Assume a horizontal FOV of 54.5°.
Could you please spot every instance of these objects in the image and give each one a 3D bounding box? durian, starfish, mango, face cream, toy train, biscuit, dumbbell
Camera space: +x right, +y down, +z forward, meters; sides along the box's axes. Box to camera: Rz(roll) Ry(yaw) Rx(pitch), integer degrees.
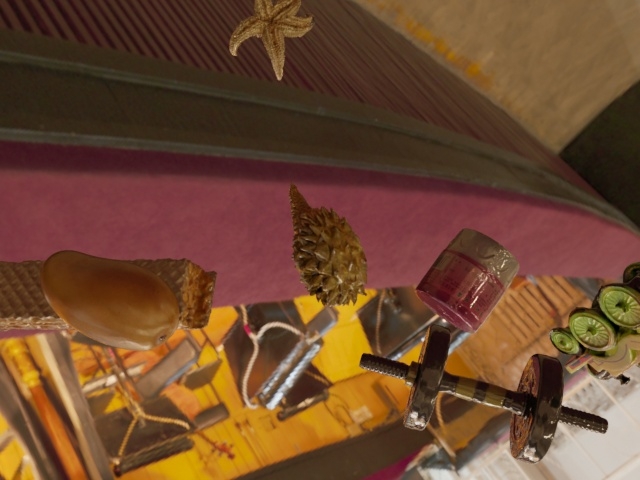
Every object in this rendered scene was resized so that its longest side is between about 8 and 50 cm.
[{"bbox_3d":[-0.011,0.006,0.982,0.078,0.224,0.140,-22,163,-34],"label":"durian"},{"bbox_3d":[-0.108,-0.479,1.400,0.238,0.216,0.071,-30,177,-25],"label":"starfish"},{"bbox_3d":[-0.252,0.065,0.731,0.102,0.184,0.084,-55,169,-45],"label":"mango"},{"bbox_3d":[0.347,0.094,1.469,0.195,0.175,0.175,-52,157,-7],"label":"face cream"},{"bbox_3d":[0.511,0.155,1.057,0.100,0.160,0.296,-36,162,-25],"label":"toy train"},{"bbox_3d":[-0.334,0.076,0.842,0.379,0.094,0.054,-1,154,9],"label":"biscuit"},{"bbox_3d":[0.211,0.201,0.823,0.143,0.326,0.143,15,90,-81],"label":"dumbbell"}]
